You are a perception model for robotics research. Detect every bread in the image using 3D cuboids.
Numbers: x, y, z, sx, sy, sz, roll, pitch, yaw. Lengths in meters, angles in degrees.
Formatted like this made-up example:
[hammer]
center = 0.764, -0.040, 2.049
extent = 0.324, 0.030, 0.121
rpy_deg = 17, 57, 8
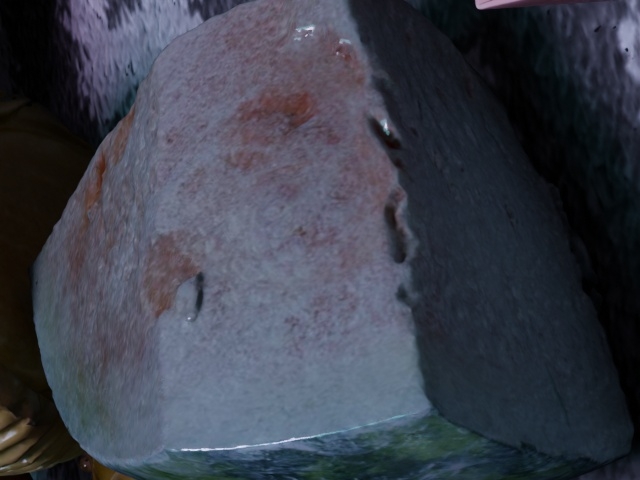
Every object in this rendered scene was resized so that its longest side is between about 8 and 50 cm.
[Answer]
[bread]
center = -0.207, 0.028, 1.141
extent = 0.142, 0.253, 0.227
rpy_deg = -26, 81, 27

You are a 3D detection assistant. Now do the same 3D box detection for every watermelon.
[watermelon]
center = 0.000, 0.000, 0.940
extent = 0.387, 0.228, 0.258
rpy_deg = 17, 103, 63

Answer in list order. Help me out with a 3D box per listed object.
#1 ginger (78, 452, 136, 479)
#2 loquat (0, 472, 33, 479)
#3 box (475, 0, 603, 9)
[ginger]
center = -0.102, 0.139, 1.219
extent = 0.205, 0.081, 0.115
rpy_deg = 19, 101, 54
[loquat]
center = -0.322, 0.229, 1.244
extent = 0.328, 0.328, 0.328
rpy_deg = 17, 111, 54
[box]
center = 0.116, -0.141, 0.796
extent = 0.043, 0.125, 0.089
rpy_deg = -7, 90, 57
